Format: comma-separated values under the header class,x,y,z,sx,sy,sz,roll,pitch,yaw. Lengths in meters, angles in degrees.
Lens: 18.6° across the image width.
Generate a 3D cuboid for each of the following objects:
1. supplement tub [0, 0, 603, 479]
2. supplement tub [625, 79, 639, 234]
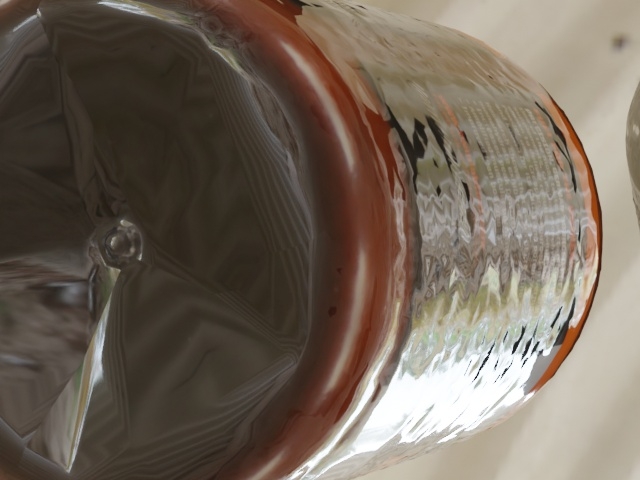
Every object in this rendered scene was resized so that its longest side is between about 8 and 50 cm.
class,x,y,z,sx,sy,sz,roll,pitch,yaw
supplement tub,0.000,0.000,0.425,0.198,0.106,0.106,-2,-79,-66
supplement tub,0.263,0.017,0.943,0.207,0.207,0.338,-40,-53,-35
